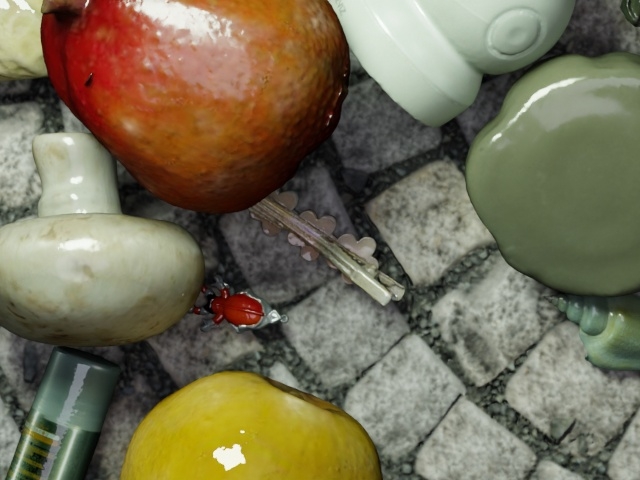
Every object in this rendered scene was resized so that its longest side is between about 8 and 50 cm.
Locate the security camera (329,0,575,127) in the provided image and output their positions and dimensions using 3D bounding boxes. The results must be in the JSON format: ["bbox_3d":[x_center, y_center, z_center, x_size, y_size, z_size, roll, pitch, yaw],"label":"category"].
[{"bbox_3d":[0.150,-0.254,1.858,0.236,0.194,0.194,-40,90,16],"label":"security camera"}]

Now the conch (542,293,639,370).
[{"bbox_3d":[0.319,0.097,1.942,0.180,0.065,0.088,21,89,-8],"label":"conch"}]

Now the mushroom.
[{"bbox_3d":[-0.240,-0.003,1.865,0.243,0.243,0.243,0,90,0],"label":"mushroom"}]

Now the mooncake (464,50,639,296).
[{"bbox_3d":[0.289,-0.072,1.890,0.275,0.135,0.275,0,108,1],"label":"mooncake"}]

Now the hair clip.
[{"bbox_3d":[0.002,-0.001,1.955,0.214,0.056,0.062,36,107,8],"label":"hair clip"}]

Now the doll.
[{"bbox_3d":[-0.088,0.077,1.959,0.114,0.039,0.057,13,58,13],"label":"doll"}]

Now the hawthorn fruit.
[{"bbox_3d":[-0.125,-0.176,1.808,0.311,0.295,0.295,23,90,1],"label":"hawthorn fruit"}]

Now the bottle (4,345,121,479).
[{"bbox_3d":[-0.297,0.257,1.939,0.082,0.082,0.286,19,91,0],"label":"bottle"}]

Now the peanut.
[{"bbox_3d":[-0.386,-0.263,1.910,0.313,0.152,0.152,26,90,0],"label":"peanut"}]

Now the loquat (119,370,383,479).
[{"bbox_3d":[-0.077,0.272,1.848,0.275,0.275,0.275,0,90,0],"label":"loquat"}]

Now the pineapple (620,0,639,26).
[{"bbox_3d":[0.353,-0.268,1.922,0.277,0.119,0.130,51,134,1],"label":"pineapple"}]
